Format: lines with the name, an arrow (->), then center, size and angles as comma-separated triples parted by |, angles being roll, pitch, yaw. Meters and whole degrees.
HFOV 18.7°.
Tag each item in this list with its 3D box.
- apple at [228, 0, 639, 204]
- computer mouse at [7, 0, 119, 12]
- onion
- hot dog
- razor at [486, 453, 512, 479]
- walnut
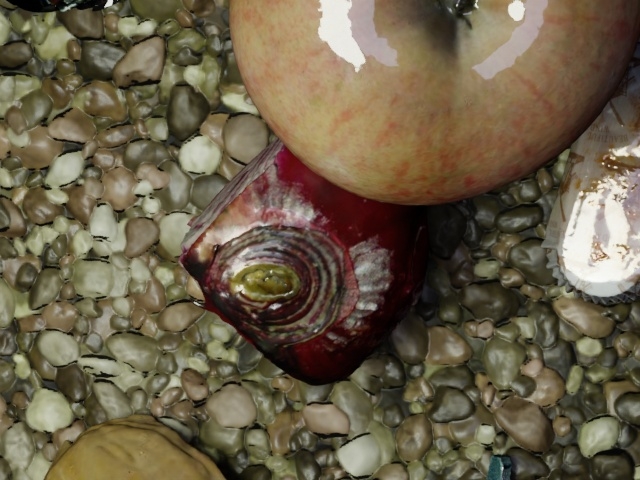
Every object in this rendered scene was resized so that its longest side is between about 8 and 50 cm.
apple -> 0.088, -0.192, 1.474 | 0.345, 0.269, 0.344 | 0, 92, 11
computer mouse -> -0.210, -0.294, 1.790 | 0.242, 0.077, 0.146 | -33, 92, 13
onion -> 0.005, 0.003, 1.721 | 0.206, 0.216, 0.207 | -42, 104, 11
hot dog -> 0.274, -0.065, 1.732 | 0.131, 0.069, 0.252 | 12, 96, 19
razor -> 0.150, 0.292, 1.818 | 0.066, 0.033, 0.190 | 5, 98, -35
walnut -> -0.171, 0.269, 1.824 | 0.238, 0.141, 0.204 | -7, 91, 9
